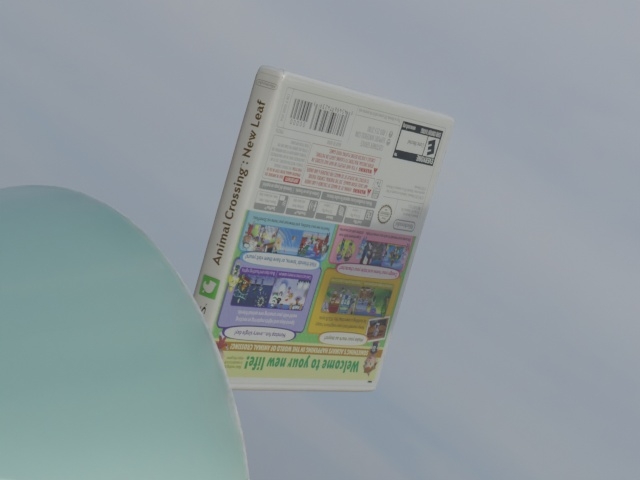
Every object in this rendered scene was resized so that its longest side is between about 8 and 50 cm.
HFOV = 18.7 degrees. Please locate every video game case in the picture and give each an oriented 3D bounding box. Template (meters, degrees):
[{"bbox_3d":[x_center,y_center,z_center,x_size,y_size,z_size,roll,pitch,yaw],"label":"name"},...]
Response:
[{"bbox_3d":[0.000,0.000,1.210,0.023,0.193,0.212,19,6,31],"label":"video game case"}]

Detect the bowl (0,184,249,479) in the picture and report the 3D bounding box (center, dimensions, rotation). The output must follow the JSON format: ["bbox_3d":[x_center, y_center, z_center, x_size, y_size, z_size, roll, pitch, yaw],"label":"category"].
[{"bbox_3d":[-0.186,0.122,0.750,0.163,0.311,0.311,9,13,-44],"label":"bowl"}]
